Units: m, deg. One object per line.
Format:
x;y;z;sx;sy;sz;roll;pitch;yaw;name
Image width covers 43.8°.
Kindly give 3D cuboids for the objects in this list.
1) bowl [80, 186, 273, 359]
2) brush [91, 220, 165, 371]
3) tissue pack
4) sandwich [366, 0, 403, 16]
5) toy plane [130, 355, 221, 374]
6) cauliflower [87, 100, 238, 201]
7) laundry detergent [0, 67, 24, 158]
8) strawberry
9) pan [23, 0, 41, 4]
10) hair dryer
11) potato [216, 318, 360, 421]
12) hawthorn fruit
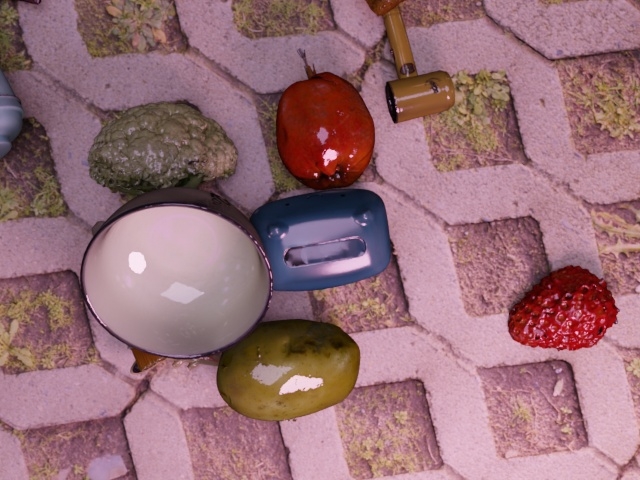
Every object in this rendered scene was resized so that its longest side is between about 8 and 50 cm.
-0.267;0.038;1.541;0.353;0.185;0.354;-1;121;-2;bowl
-0.407;0.106;1.658;0.085;0.020;0.337;-29;74;5;brush
0.000;0.000;1.633;0.287;0.206;0.198;-7;99;-2;tissue pack
0.118;-0.593;1.669;0.186;0.065;0.215;-37;91;-34;sandwich
-0.299;0.200;1.679;0.244;0.092;0.229;-38;95;-1;toy plane
-0.324;-0.148;1.619;0.275;0.272;0.250;16;121;10;cauliflower
-0.755;-0.283;1.547;0.287;0.287;0.305;-28;92;-3;laundry detergent
0.529;0.163;1.719;0.236;0.111;0.190;-21;94;-2;strawberry
-0.680;-0.526;1.670;0.212;0.040;0.115;14;89;4;pan
0.190;-0.401;1.710;0.134;0.090;0.279;-15;86;-3;hair dryer
-0.066;0.263;1.636;0.304;0.216;0.216;-12;91;-21;potato
0.001;-0.254;1.642;0.211;0.211;0.299;-15;82;-3;hawthorn fruit
